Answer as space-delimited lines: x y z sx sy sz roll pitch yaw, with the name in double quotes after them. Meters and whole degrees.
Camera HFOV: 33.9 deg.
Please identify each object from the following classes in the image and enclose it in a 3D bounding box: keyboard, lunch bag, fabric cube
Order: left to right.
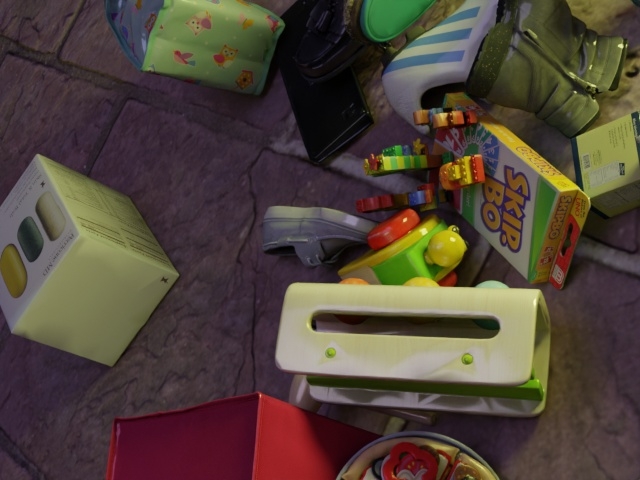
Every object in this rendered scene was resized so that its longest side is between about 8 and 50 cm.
-0.216 -0.355 1.694 0.262 0.224 0.160 48 122 50 "lunch bag"
-0.076 0.335 1.177 0.259 0.258 0.254 -16 61 40 "fabric cube"
0.025 -0.278 1.567 0.201 0.033 0.317 -39 47 26 "keyboard"

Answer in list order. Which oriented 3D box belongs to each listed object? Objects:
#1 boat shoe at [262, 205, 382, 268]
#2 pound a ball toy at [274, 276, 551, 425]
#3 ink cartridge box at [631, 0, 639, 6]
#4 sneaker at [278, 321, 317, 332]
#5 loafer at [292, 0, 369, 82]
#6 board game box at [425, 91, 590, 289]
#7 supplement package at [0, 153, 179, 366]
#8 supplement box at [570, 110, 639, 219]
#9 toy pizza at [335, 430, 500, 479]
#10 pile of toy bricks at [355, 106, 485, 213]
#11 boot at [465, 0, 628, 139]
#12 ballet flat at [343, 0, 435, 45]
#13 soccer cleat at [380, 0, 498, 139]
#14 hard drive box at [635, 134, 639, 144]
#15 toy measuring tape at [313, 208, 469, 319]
-0.001 0.000 1.422 0.228 0.079 0.081 4 82 52 "boat shoe"
0.094 0.120 1.177 0.319 0.208 0.135 1 66 20 "pound a ball toy"
0.352 -0.333 1.143 0.104 0.181 0.061 -53 42 12 "ink cartridge box"
-0.008 0.150 1.353 0.162 0.063 0.073 26 93 49 "sneaker"
0.058 -0.363 1.486 0.302 0.095 0.109 -49 48 -2 "loafer"
0.210 -0.060 1.218 0.259 0.039 0.124 48 139 45 "board game box"
-0.402 0.031 1.714 0.199 0.198 0.262 -53 42 11 "supplement package"
0.325 -0.081 1.134 0.083 0.056 0.083 -23 56 37 "supplement box"
0.106 0.294 1.081 0.032 0.201 0.201 107 169 -65 "toy pizza"
0.101 -0.092 1.269 0.212 0.105 0.118 -16 82 63 "pile of toy bricks"
0.280 -0.249 1.203 0.083 0.161 0.246 -64 -6 -82 "boot"
0.161 -0.463 1.375 0.483 0.164 0.182 -48 56 -3 "ballet flat"
0.222 -0.258 1.311 0.331 0.116 0.143 -42 61 26 "soccer cleat"
0.440 -0.066 0.985 0.181 0.089 0.232 -42 46 22 "hard drive box"
0.081 0.035 1.310 0.330 0.121 0.121 -26 51 57 "toy measuring tape"
